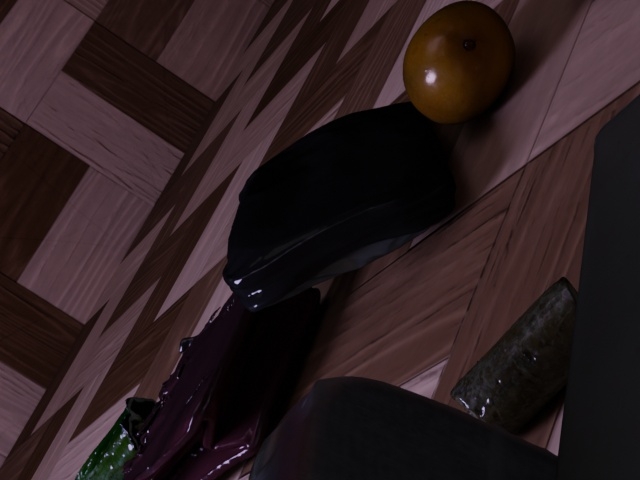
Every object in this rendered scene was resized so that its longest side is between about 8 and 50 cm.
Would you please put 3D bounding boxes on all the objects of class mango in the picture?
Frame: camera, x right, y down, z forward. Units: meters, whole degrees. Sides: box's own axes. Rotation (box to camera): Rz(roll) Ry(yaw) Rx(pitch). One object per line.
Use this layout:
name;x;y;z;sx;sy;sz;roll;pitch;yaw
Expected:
mango;0.112;-0.145;1.162;0.102;0.085;0.184;-59;1;6

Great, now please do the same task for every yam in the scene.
yam;0.107;0.061;0.711;0.094;0.043;0.043;-49;13;26

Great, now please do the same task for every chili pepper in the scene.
chili pepper;-0.240;0.269;1.536;0.227;0.059;0.088;-52;16;29

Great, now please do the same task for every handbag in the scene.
handbag;-0.093;0.138;1.247;0.216;0.074;0.203;-48;14;44
handbag;0.015;-0.039;1.184;0.192;0.075;0.332;-27;14;8

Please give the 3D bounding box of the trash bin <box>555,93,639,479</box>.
trash bin;0.152;0.038;0.400;0.164;0.122;0.240;-45;18;46

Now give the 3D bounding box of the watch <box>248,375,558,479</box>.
watch;0.005;0.189;0.532;0.241;0.162;0.253;-59;9;27
